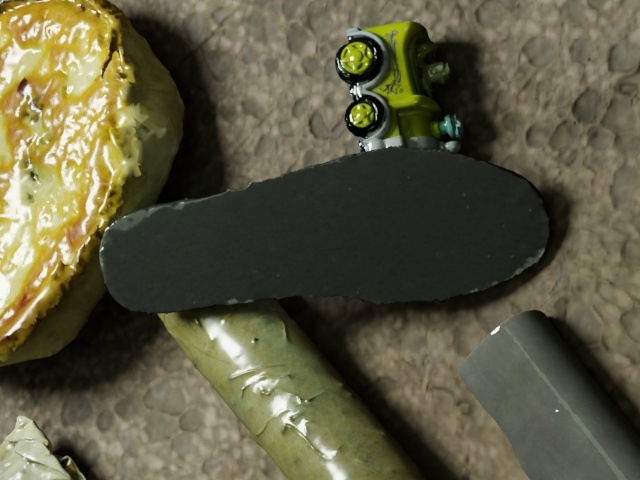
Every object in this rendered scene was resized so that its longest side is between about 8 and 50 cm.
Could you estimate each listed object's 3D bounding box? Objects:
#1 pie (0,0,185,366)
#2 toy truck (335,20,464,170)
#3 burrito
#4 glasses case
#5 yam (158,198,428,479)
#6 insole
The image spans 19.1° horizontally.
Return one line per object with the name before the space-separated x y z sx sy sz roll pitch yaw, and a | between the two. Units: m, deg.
pie | -0.242 -0.048 1.469 0.315 0.092 0.315 -10 72 32
toy truck | 0.056 -0.094 1.312 0.077 0.076 0.111 -12 75 8
burrito | -0.273 0.258 1.447 0.275 0.059 0.082 -54 53 11
glasses case | 0.166 0.134 1.221 0.072 0.042 0.190 -49 61 23
yam | -0.013 0.119 1.304 0.083 0.083 0.371 -48 61 15
insole | 0.000 0.000 1.289 0.309 0.012 0.110 -10 100 9
